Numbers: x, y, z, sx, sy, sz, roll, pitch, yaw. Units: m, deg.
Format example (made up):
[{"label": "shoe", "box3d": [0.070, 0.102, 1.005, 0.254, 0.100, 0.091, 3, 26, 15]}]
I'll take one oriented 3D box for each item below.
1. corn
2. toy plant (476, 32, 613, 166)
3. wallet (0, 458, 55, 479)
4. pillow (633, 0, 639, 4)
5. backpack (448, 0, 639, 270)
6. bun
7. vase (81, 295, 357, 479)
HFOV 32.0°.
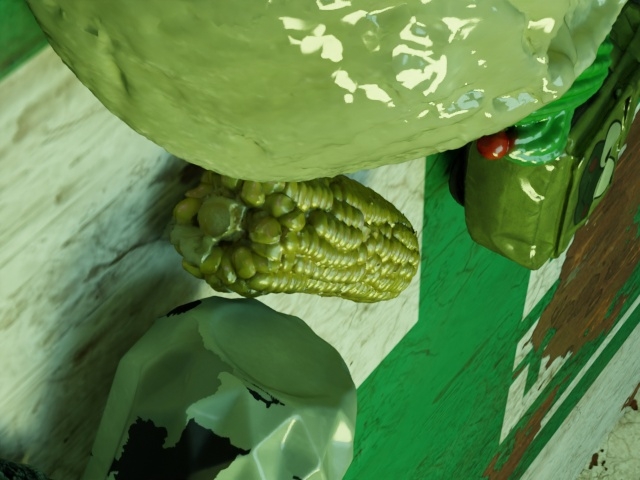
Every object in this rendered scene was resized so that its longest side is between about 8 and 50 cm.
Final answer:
[{"label": "corn", "box3d": [0.000, 0.000, 0.791, 0.101, 0.101, 0.292, -60, 153, 6]}, {"label": "toy plant", "box3d": [0.116, -0.146, 0.819, 0.240, 0.088, 0.154, 20, 89, -32]}, {"label": "wallet", "box3d": [-0.274, 0.201, 0.551, 0.237, 0.075, 0.342, -62, 154, -6]}, {"label": "pillow", "box3d": [0.317, -0.248, 1.050, 0.078, 0.144, 0.254, -22, 148, -2]}, {"label": "backpack", "box3d": [0.212, -0.115, 1.017, 0.253, 0.140, 0.207, -54, 158, -29]}, {"label": "bun", "box3d": [0.041, -0.175, 0.505, 0.349, 0.227, 0.352, -56, 154, 0]}, {"label": "vase", "box3d": [-0.113, 0.211, 0.758, 0.165, 0.165, 0.360, -11, 136, -58]}]
